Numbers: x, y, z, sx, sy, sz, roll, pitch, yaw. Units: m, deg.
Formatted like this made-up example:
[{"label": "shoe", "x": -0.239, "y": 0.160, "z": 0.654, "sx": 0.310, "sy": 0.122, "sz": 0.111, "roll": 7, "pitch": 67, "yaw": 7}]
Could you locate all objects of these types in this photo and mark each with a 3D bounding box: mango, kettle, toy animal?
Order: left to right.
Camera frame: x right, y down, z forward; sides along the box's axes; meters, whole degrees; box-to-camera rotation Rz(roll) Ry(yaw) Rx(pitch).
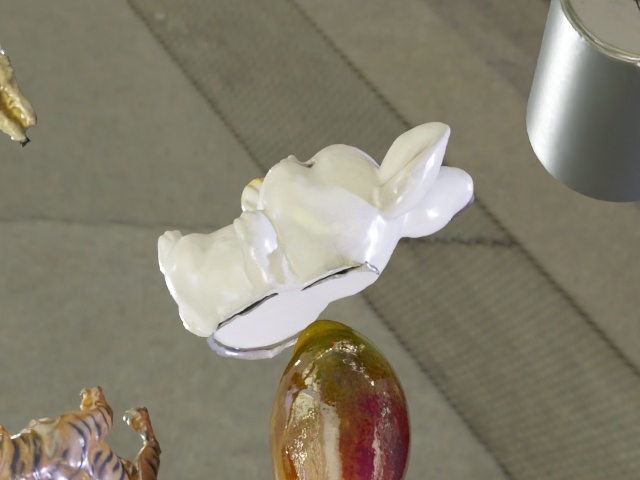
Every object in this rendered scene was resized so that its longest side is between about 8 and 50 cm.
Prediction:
[{"label": "toy animal", "x": -0.151, "y": 0.203, "z": 1.202, "sx": 0.255, "sy": 0.114, "sz": 0.116, "roll": 46, "pitch": 6, "yaw": -27}, {"label": "toy animal", "x": -0.005, "y": -0.001, "z": 1.576, "sx": 0.325, "sy": 0.208, "sz": 0.154, "roll": -19, "pitch": 67, "yaw": 7}, {"label": "mango", "x": 0.015, "y": 0.144, "z": 1.265, "sx": 0.111, "sy": 0.133, "sz": 0.267, "roll": -22, "pitch": 26, "yaw": 12}, {"label": "kettle", "x": 0.331, "y": -0.220, "z": 1.681, "sx": 0.203, "sy": 0.308, "sz": 0.262, "roll": 11, "pitch": 68, "yaw": 9}]

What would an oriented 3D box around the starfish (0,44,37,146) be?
[{"label": "starfish", "x": -0.383, "y": -0.225, "z": 1.538, "sx": 0.324, "sy": 0.432, "sz": 0.082, "roll": 4, "pitch": 28, "yaw": -47}]
